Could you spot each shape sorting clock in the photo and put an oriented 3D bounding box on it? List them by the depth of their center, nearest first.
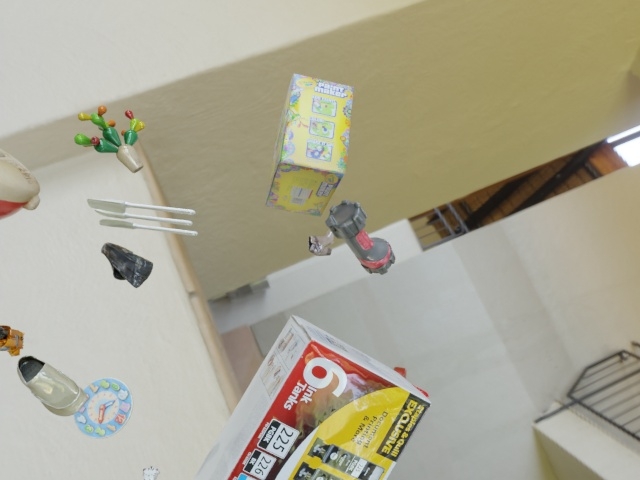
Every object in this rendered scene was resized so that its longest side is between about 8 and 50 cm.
[{"bbox_3d":[-0.749,0.575,1.977,0.040,0.206,0.206,92,-27,-67],"label":"shape sorting clock"}]

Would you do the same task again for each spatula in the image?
[{"bbox_3d":[-0.417,-0.052,1.367,0.168,0.242,0.019,112,-16,-63],"label":"spatula"}]

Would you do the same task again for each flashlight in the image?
[{"bbox_3d":[0.116,-0.008,1.524,0.304,0.103,0.103,53,49,-56],"label":"flashlight"}]

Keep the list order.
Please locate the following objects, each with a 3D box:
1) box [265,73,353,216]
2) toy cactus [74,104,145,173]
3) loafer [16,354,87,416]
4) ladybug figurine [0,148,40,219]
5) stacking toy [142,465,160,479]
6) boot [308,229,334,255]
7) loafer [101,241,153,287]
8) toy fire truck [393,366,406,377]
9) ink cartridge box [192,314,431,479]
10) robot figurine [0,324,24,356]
[{"bbox_3d":[-0.037,-0.261,1.634,0.290,0.177,0.279,123,-25,-66],"label":"box"},{"bbox_3d":[-0.513,-0.259,1.463,0.180,0.112,0.219,53,24,-4],"label":"toy cactus"},{"bbox_3d":[-0.786,0.414,1.649,0.269,0.102,0.092,20,-34,24],"label":"loafer"},{"bbox_3d":[-0.828,-0.171,1.225,0.449,0.161,0.305,30,2,-9],"label":"ladybug figurine"},{"bbox_3d":[-0.331,0.635,1.445,0.052,0.221,0.167,-84,170,-49],"label":"stacking toy"},{"bbox_3d":[0.000,0.000,1.999,0.042,0.087,0.118,-40,-141,53],"label":"boot"},{"bbox_3d":[-0.501,0.060,1.446,0.223,0.078,0.076,19,-9,45],"label":"loafer"},{"bbox_3d":[0.141,0.481,1.613,0.302,0.169,0.253,17,81,-78],"label":"toy fire truck"},{"bbox_3d":[0.005,0.310,0.812,0.272,0.309,0.130,31,-1,-17],"label":"ink cartridge box"},{"bbox_3d":[-0.881,0.253,1.441,0.291,0.211,0.085,97,-14,-77],"label":"robot figurine"}]
